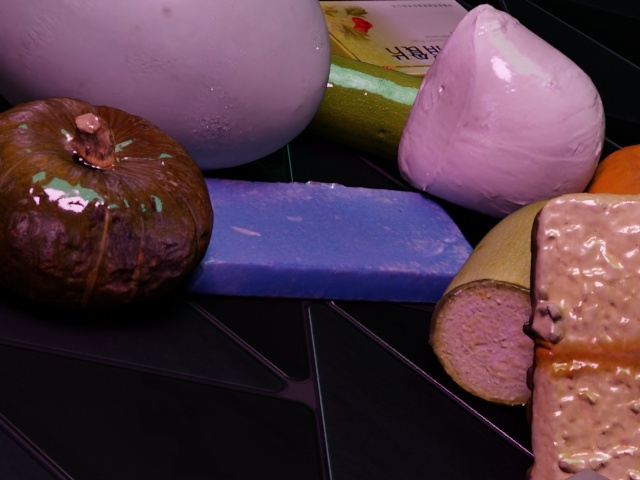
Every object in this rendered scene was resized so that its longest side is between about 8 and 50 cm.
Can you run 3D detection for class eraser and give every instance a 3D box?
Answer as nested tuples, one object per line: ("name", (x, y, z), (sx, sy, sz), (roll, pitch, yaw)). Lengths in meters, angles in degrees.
("eraser", (0.000, 0.000, 1.533), (0.312, 0.043, 0.144), (3, 34, -27))

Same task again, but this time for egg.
("egg", (-0.174, -0.215, 1.542), (0.389, 0.276, 0.276), (27, 30, 0))

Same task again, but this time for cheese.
("cheese", (0.189, -0.113, 1.614), (0.189, 0.198, 0.154), (22, 26, -11))

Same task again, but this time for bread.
("bread", (0.281, 0.089, 1.371), (0.236, 0.263, 0.198), (1, 1, -2))

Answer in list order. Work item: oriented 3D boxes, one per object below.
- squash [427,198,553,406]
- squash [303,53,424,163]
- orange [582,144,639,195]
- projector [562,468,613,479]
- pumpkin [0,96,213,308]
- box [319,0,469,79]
("squash", (0.199, 0.037, 1.494), (0.132, 0.132, 0.247), (26, 34, 10))
("squash", (0.104, -0.126, 1.745), (0.378, 0.101, 0.101), (15, 31, -1))
("orange", (0.345, -0.007, 1.642), (0.193, 0.161, 0.193), (20, 34, -14))
("projector", (0.196, 0.277, 1.164), (0.193, 0.088, 0.269), (26, 30, 12))
("pumpkin", (-0.204, -0.044, 1.367), (0.219, 0.162, 0.219), (12, 34, -8))
("box", (0.107, -0.219, 1.930), (0.260, 0.062, 0.175), (-6, 39, -38))
